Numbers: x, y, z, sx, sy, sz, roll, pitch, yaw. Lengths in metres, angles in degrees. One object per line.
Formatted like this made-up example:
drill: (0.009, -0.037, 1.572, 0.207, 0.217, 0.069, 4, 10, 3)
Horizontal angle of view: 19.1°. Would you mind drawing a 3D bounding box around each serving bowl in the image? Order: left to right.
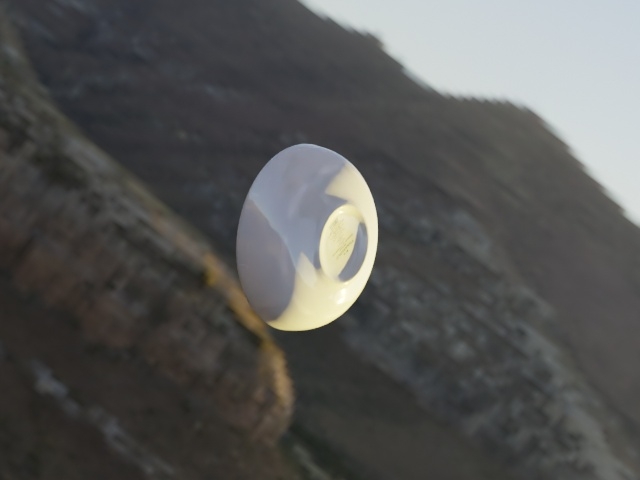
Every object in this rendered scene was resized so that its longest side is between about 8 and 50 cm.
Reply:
serving bowl: (0.000, 0.000, 0.833, 0.027, 0.083, 0.083, 8, -18, 38)
